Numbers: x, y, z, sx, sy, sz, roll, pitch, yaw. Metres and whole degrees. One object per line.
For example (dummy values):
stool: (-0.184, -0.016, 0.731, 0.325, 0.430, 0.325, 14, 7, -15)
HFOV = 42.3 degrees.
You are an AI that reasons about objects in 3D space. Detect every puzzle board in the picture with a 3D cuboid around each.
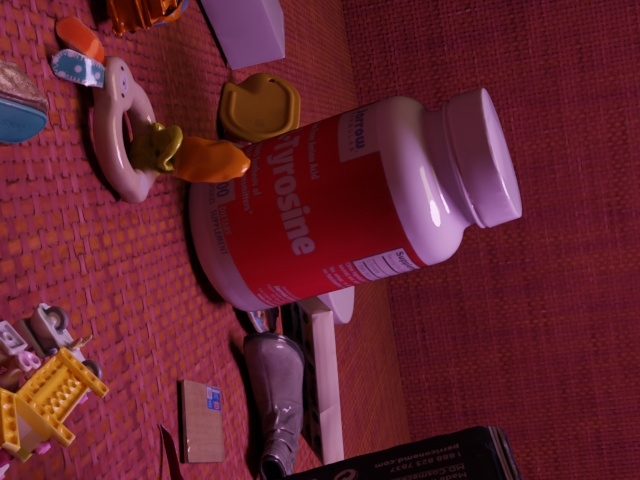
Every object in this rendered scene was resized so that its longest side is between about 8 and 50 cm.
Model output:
puzzle board: (-0.147, 0.227, 1.028, 0.128, 0.011, 0.097, 49, 33, -71)

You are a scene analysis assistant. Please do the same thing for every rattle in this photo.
rattle: (-0.174, -0.137, 0.854, 0.130, 0.142, 0.200, -56, 147, -46)

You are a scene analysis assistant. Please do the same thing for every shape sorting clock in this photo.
shape sorting clock: (-0.100, 0.052, 1.312, 0.206, 0.040, 0.206, -8, 90, -79)

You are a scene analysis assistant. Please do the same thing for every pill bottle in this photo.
pill bottle: (0.048, -0.057, 1.115, 0.229, 0.407, 0.229, -17, 90, -71)

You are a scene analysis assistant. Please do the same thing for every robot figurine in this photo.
robot figurine: (-0.201, -0.356, 0.989, 0.291, 0.085, 0.211, -79, 158, -59)

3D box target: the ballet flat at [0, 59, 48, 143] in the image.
ballet flat: (-0.268, -0.116, 0.578, 0.067, 0.073, 0.206, 56, 5, 9)

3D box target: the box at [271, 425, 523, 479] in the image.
box: (0.092, 0.484, 0.594, 0.472, 0.297, 0.480, -93, 165, -71)

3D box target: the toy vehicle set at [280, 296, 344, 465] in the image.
toy vehicle set: (-0.017, 0.212, 1.355, 0.166, 0.035, 0.267, -144, -133, -64)

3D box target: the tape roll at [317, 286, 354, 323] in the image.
tape roll: (0.000, -0.010, 1.774, 0.392, 0.071, 0.392, -8, 90, -79)

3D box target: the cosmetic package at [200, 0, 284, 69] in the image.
cosmetic package: (-0.134, -0.404, 1.316, 0.238, 0.107, 0.127, 62, 20, -51)

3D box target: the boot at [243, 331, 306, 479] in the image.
boot: (-0.064, 0.261, 1.226, 0.247, 0.083, 0.161, 77, 12, -45)

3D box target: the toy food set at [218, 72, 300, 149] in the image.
toy food set: (-0.102, -0.180, 1.331, 0.071, 0.128, 0.218, 105, -8, -46)

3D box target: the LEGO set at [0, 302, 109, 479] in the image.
LEGO set: (-0.241, 0.112, 0.516, 0.132, 0.107, 0.287, 49, 9, 15)

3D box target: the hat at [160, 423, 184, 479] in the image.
hat: (-0.156, 0.358, 0.872, 0.208, 0.183, 0.173, -48, 155, -42)
